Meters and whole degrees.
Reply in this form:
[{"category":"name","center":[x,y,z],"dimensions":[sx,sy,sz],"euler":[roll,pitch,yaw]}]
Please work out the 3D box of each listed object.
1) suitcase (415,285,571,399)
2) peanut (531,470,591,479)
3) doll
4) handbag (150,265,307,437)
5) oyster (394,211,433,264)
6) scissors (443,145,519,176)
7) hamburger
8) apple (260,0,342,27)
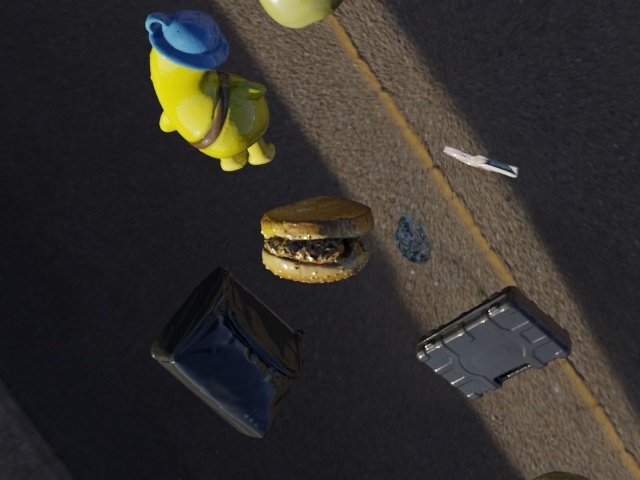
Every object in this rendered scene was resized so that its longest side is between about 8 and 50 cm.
[{"category":"suitcase","center":[0.372,0.230,1.495],"dimensions":[0.206,0.066,0.285],"euler":[39,128,-18]},{"category":"peanut","center":[0.297,0.341,0.688],"dimensions":[0.149,0.313,0.149],"euler":[-1,94,-13]},{"category":"doll","center":[-0.187,-0.228,1.110],"dimensions":[0.200,0.363,0.145],"euler":[-15,58,10]},{"category":"handbag","center":[-0.157,0.224,1.433],"dimensions":[0.302,0.178,0.275],"euler":[48,64,-25]},{"category":"oyster","center":[0.209,-0.002,1.488],"dimensions":[0.100,0.037,0.098],"euler":[20,83,-20]},{"category":"scissors","center":[0.443,-0.212,1.862],"dimensions":[0.118,0.242,0.030],"euler":[19,97,-36]},{"category":"hamburger","center":[-0.003,0.002,1.082],"dimensions":[0.182,0.191,0.117],"euler":[-10,102,-9]},{"category":"apple","center":[-0.052,-0.701,1.789],"dimensions":[0.279,0.279,0.279],"euler":[2,103,10]}]
